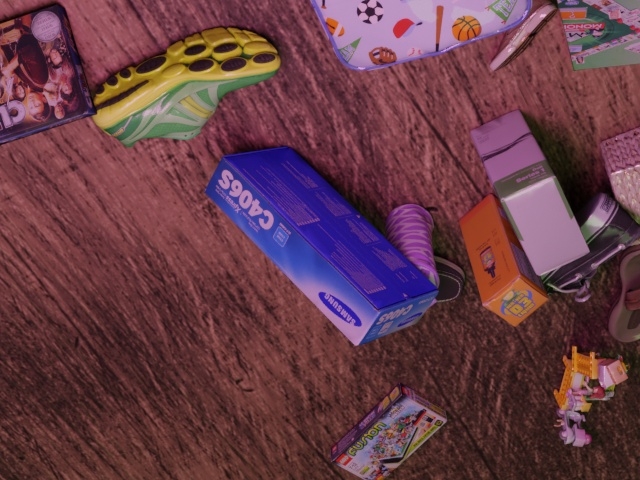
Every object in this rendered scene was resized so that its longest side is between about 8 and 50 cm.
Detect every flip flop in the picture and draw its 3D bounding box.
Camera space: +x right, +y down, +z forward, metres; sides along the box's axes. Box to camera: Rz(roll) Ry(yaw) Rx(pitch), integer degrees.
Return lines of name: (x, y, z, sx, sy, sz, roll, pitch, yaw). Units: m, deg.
flip flop: (0.550, 0.096, 2.095, 0.112, 0.080, 0.277, -1, 139, -5)

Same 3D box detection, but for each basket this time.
basket: (0.517, -0.089, 1.981, 0.103, 0.113, 0.167, -15, 124, 12)

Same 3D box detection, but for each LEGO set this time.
LEGO set: (0.502, 0.250, 2.199, 0.107, 0.132, 0.287, 0, 147, -10)

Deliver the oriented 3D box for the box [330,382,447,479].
box: (0.125, 0.363, 2.310, 0.114, 0.036, 0.207, 31, 117, -22)

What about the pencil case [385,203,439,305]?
pencil case: (0.148, 0.022, 1.978, 0.088, 0.206, 0.086, 38, 117, -20)

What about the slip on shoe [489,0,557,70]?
slip on shoe: (0.295, -0.312, 1.856, 0.041, 0.051, 0.135, 49, 125, 13)

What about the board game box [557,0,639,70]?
board game box: (0.494, -0.356, 1.759, 0.317, 0.046, 0.214, -2, 129, 27)

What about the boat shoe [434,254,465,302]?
boat shoe: (0.105, 0.074, 2.075, 0.285, 0.092, 0.103, 9, 123, -10)

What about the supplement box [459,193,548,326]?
supplement box: (0.288, 0.029, 1.970, 0.080, 0.233, 0.078, 37, 115, -25)

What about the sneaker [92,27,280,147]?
sneaker: (-0.195, -0.226, 1.859, 0.295, 0.109, 0.123, -19, 142, 10)

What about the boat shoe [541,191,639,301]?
boat shoe: (0.404, 0.041, 2.019, 0.105, 0.113, 0.306, 38, 132, -3)

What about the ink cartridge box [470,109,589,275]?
ink cartridge box: (0.319, -0.078, 1.910, 0.092, 0.219, 0.160, -25, 123, 10)

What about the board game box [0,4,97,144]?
board game box: (-0.467, -0.227, 1.814, 0.243, 0.042, 0.165, -17, 91, 8)

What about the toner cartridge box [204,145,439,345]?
toner cartridge box: (0.000, 0.000, 1.858, 0.165, 0.348, 0.075, -15, 143, -51)

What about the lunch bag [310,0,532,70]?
lunch bag: (0.128, -0.370, 1.647, 0.303, 0.115, 0.243, -16, 122, 17)
